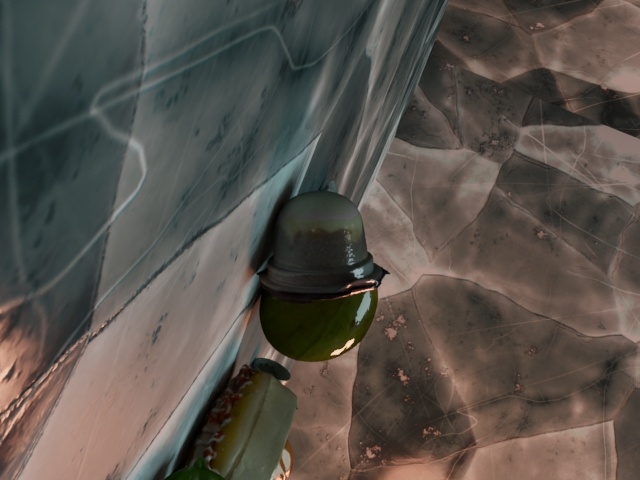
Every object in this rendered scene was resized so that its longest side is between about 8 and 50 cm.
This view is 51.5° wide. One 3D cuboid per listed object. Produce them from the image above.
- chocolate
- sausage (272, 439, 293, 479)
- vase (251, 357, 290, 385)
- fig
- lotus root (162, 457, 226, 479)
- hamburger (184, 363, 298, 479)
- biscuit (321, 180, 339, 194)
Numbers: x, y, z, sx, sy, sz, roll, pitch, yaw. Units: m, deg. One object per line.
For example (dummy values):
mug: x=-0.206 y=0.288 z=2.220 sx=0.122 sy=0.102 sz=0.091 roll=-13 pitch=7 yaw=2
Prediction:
chocolate: x=0.000 y=0.000 z=1.021 sx=0.221 sy=0.221 sz=0.147 roll=-57 pitch=147 yaw=-63
sausage: x=-0.172 y=0.528 z=1.507 sx=0.241 sy=0.136 sz=0.120 roll=-32 pitch=-168 yaw=-27
vase: x=-0.158 y=0.397 z=1.584 sx=0.219 sy=0.096 sz=0.096 roll=-65 pitch=176 yaw=12
fig: x=0.002 y=0.104 z=1.182 sx=0.225 sy=0.203 sz=0.203 roll=-46 pitch=-168 yaw=46
lotus root: x=-0.190 y=0.404 z=0.985 sx=0.186 sy=0.186 sz=0.186 roll=23 pitch=90 yaw=-85
hamburger: x=-0.152 y=0.371 z=1.206 sx=0.295 sy=0.151 sz=0.227 roll=-73 pitch=-172 yaw=-53
biscuit: x=0.036 y=0.049 z=1.414 sx=0.186 sy=0.079 sz=0.309 roll=94 pitch=-17 yaw=-64
